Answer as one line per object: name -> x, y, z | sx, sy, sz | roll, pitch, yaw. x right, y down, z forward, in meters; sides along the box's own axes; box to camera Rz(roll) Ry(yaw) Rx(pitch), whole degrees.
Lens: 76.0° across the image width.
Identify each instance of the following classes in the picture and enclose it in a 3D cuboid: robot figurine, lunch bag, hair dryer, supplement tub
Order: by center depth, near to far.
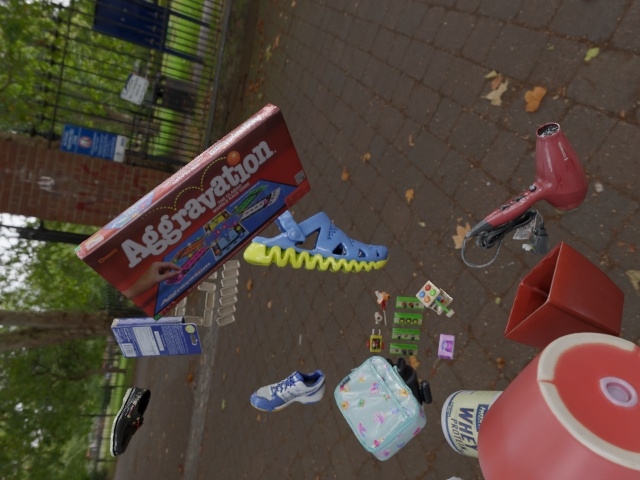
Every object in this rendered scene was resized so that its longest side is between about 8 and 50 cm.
hair dryer -> 0.401, -0.072, 0.771 | 0.080, 0.223, 0.293 | -129, 38, -52
lunch bag -> 0.184, 0.509, 1.291 | 0.224, 0.108, 0.279 | -41, 37, -1
supplement tub -> 0.629, 0.667, 1.480 | 0.325, 0.235, 0.235 | -33, 51, 57
robot figurine -> 0.343, 0.644, 1.749 | 0.209, 0.173, 0.278 | 9, 119, 59

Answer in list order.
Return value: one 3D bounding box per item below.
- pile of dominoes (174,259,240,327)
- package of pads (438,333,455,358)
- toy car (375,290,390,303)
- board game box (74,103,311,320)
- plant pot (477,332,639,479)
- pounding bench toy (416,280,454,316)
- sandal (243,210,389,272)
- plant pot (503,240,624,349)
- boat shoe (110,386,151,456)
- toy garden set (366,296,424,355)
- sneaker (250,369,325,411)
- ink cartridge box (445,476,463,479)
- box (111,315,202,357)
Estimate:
pile of dominoes -> -0.369, 0.166, 1.346 | 0.040, 0.196, 0.251 | -39, 45, 52
package of pads -> 0.439, 0.369, 1.426 | 0.050, 0.032, 0.083 | 1, 54, 24
toy car -> 0.241, 0.233, 1.704 | 0.040, 0.060, 0.122 | 61, 161, -5
board game box -> -0.138, -0.034, 0.521 | 0.027, 0.281, 0.145 | 35, 160, 37
plant pot -> 0.396, 0.286, 0.607 | 0.275, 0.275, 0.243 | -111, 12, -49
pounding bench toy -> 0.291, 0.151, 1.023 | 0.052, 0.065, 0.083 | -53, 33, 10
sandal -> 0.000, 0.000, 0.892 | 0.126, 0.317, 0.138 | 151, 126, -75
plant pot -> 0.791, 0.216, 1.315 | 0.267, 0.235, 0.267 | -53, -14, -34
boat shoe -> -0.348, 0.328, 0.752 | 0.133, 0.042, 0.049 | -97, 8, -59
toy garden set -> 0.292, 0.341, 1.598 | 0.049, 0.203, 0.244 | -87, 1, -75
sneaker -> -0.120, 0.556, 1.563 | 0.112, 0.296, 0.131 | 47, 132, 53
ink cartridge box -> 0.300, 0.686, 1.005 | 0.154, 0.212, 0.093 | 143, 110, -71
box -> -0.455, 0.274, 1.162 | 0.036, 0.225, 0.136 | -96, 6, -53
